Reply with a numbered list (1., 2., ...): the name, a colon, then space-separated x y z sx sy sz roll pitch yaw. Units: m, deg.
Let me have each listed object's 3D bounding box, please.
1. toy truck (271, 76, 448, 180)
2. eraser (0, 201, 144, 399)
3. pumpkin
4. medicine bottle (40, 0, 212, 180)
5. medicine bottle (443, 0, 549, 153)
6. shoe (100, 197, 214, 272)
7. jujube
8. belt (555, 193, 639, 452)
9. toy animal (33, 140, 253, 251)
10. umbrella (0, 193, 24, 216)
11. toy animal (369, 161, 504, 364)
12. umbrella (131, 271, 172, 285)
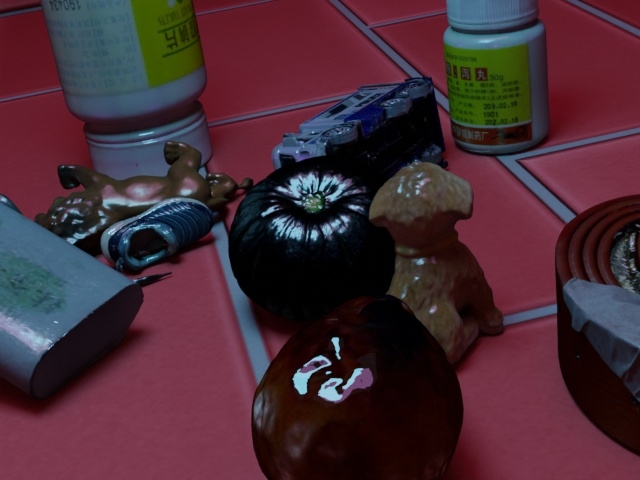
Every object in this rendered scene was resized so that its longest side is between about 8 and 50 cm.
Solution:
1. toy truck: 0.043 -0.118 1.432 0.155 0.124 0.268 2 25 37
2. eraser: -0.327 0.054 1.153 0.227 0.081 0.174 29 42 19
3. pumpkin: 0.000 0.000 1.176 0.202 0.140 0.202 -5 47 5
4. medicine bottle: -0.281 -0.286 1.588 0.214 0.378 0.213 -7 25 3
5. medicine bottle: 0.240 -0.243 1.503 0.139 0.225 0.139 -6 24 3
6. shoe: -0.195 -0.006 1.343 0.143 0.064 0.071 -21 27 -18
7. jujube: 0.032 0.122 0.890 0.168 0.168 0.236 -4 25 11
8. belt: 0.323 0.067 0.955 0.227 0.115 0.324 -8 26 5
9. toy animal: -0.237 -0.045 1.427 0.312 0.097 0.157 -10 35 -5
10. umbrella: -0.513 0.026 1.274 0.349 0.094 0.143 -11 27 -15
11. toy animal: 0.085 0.030 1.032 0.104 0.185 0.184 16 36 39
12. umbrella: -0.232 0.056 1.286 0.122 0.013 0.022 -17 5 -13
